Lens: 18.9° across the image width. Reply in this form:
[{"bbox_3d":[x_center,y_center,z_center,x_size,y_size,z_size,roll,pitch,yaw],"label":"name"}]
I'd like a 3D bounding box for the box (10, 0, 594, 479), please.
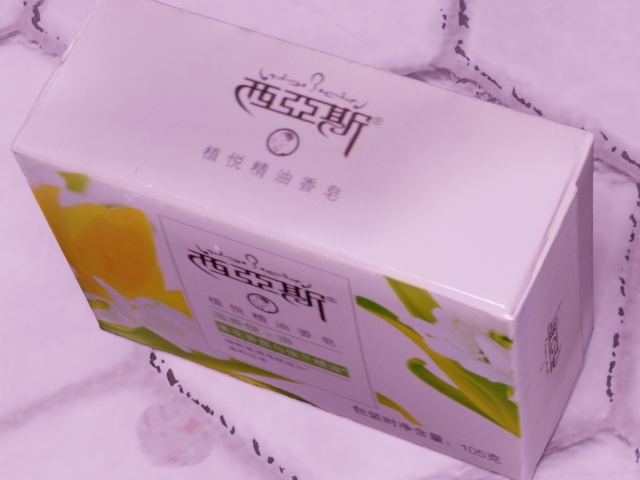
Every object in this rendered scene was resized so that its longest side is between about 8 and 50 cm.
[{"bbox_3d":[0.000,0.000,0.956,0.260,0.194,0.111,20,65,19],"label":"box"}]
